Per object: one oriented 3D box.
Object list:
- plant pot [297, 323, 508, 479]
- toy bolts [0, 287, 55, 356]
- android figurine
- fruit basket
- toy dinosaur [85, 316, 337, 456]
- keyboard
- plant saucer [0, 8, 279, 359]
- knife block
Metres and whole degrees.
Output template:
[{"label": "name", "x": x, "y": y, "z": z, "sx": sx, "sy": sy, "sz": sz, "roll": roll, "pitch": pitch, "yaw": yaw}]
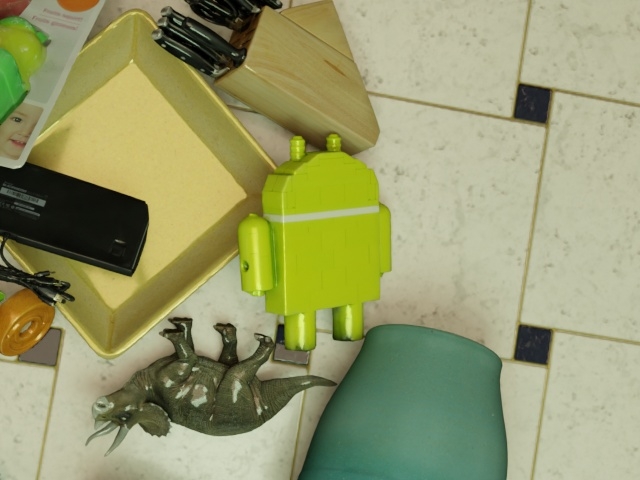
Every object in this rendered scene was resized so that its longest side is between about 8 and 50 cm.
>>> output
[{"label": "plant pot", "x": 0.116, "y": 0.251, "z": 1.674, "sx": 0.271, "sy": 0.271, "sz": 0.255, "roll": 16, "pitch": 71, "yaw": -7}, {"label": "toy bolts", "x": -0.477, "y": 0.104, "z": 1.660, "sx": 0.158, "sy": 0.218, "sz": 0.228, "roll": 40, "pitch": 105, "yaw": 20}, {"label": "android figurine", "x": 0.000, "y": 0.000, "z": 1.696, "sx": 0.248, "sy": 0.056, "sz": 0.273, "roll": -10, "pitch": 99, "yaw": -40}, {"label": "fruit basket", "x": -0.447, "y": -0.271, "z": 1.616, "sx": 0.327, "sy": 0.165, "sz": 0.353, "roll": 16, "pitch": 68, "yaw": 9}, {"label": "toy dinosaur", "x": -0.142, "y": 0.191, "z": 1.718, "sx": 0.313, "sy": 0.121, "sz": 0.160, "roll": 5, "pitch": 99, "yaw": -13}, {"label": "keyboard", "x": -0.374, "y": -0.017, "z": 1.597, "sx": 0.317, "sy": 0.033, "sz": 0.201, "roll": 18, "pitch": 47, "yaw": -5}, {"label": "plant saucer", "x": -0.256, "y": -0.072, "z": 1.714, "sx": 0.333, "sy": 0.081, "sz": 0.333, "roll": -41, "pitch": 93, "yaw": -8}, {"label": "knife block", "x": -0.076, "y": -0.214, "z": 1.694, "sx": 0.242, "sy": 0.088, "sz": 0.276, "roll": -21, "pitch": 91, "yaw": -33}]
